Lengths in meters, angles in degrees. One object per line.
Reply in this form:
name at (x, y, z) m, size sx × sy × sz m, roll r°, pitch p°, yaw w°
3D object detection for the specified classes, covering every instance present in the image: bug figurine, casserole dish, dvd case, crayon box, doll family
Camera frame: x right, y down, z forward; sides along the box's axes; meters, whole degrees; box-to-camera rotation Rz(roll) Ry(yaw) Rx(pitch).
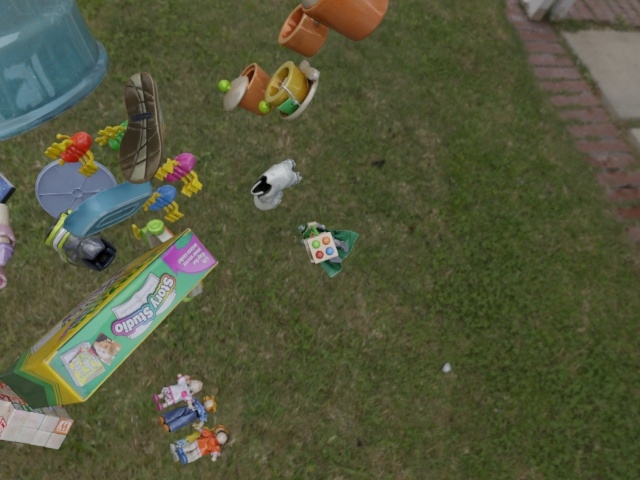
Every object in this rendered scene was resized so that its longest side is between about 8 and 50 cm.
bug figurine at (-0.349, -0.141, 1.070) m, size 0.279 × 0.216 × 0.072 m, roll 34°, pitch 49°, yaw -39°
casserole dish at (-0.369, -0.058, 1.011) m, size 0.037 × 0.114 × 0.188 m, roll 52°, pitch 31°, yaw -3°
dvd case at (-1.168, -0.172, 1.960) m, size 0.253 × 0.022 × 0.180 m, roll 36°, pitch 89°, yaw 26°
crayon box at (-0.416, 0.154, 1.122) m, size 0.106 × 0.313 × 0.363 m, roll 51°, pitch 49°, yaw -15°
doll family at (-0.350, 0.503, 1.574) m, size 0.163 × 0.118 × 0.263 m, roll -16°, pitch 58°, yaw -34°

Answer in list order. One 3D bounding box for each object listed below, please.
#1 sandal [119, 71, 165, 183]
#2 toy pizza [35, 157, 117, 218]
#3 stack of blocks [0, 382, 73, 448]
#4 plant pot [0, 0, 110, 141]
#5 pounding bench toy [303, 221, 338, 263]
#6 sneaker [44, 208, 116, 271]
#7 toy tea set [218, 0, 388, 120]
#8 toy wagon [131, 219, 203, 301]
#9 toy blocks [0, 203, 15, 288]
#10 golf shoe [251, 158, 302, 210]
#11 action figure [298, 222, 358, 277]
sandal at (-0.282, -0.179, 0.919) m, size 0.072 × 0.049 × 0.180 m, roll -3°, pitch 83°, yaw 10°
toy pizza at (-0.638, -0.133, 1.498) m, size 0.201 × 0.201 × 0.032 m, roll -2°, pitch 35°, yaw -19°
stack of blocks at (-0.851, 0.463, 1.545) m, size 0.171 × 0.297 × 0.087 m, roll 20°, pitch 79°, yaw 46°
plant pot at (-0.439, -0.306, 0.581) m, size 0.340 × 0.334 × 0.341 m, roll -3°, pitch 42°, yaw 3°
pounding bench toy at (-0.005, 0.000, 1.190) m, size 0.052 × 0.065 × 0.083 m, roll -20°, pitch 93°, yaw -9°
sneaker at (-0.533, 0.027, 1.316) m, size 0.121 × 0.300 × 0.111 m, roll 36°, pitch 78°, yaw 0°
toy tea set at (-0.045, -0.301, 0.824) m, size 0.124 × 0.336 × 0.200 m, roll 28°, pitch 30°, yaw -31°
toy wagon at (-0.521, 0.045, 1.928) m, size 0.068 × 0.267 × 0.344 m, roll -33°, pitch 57°, yaw -28°
toy blocks at (-0.920, 0.084, 1.388) m, size 0.288 × 0.309 × 0.260 m, roll 7°, pitch 44°, yaw -37°
golf shoe at (-0.114, -0.109, 1.167) m, size 0.086 × 0.176 × 0.069 m, roll -21°, pitch 78°, yaw -34°
action figure at (0.000, 0.000, 1.595) m, size 0.063 × 0.232 × 0.137 m, roll 38°, pitch 86°, yaw -34°
